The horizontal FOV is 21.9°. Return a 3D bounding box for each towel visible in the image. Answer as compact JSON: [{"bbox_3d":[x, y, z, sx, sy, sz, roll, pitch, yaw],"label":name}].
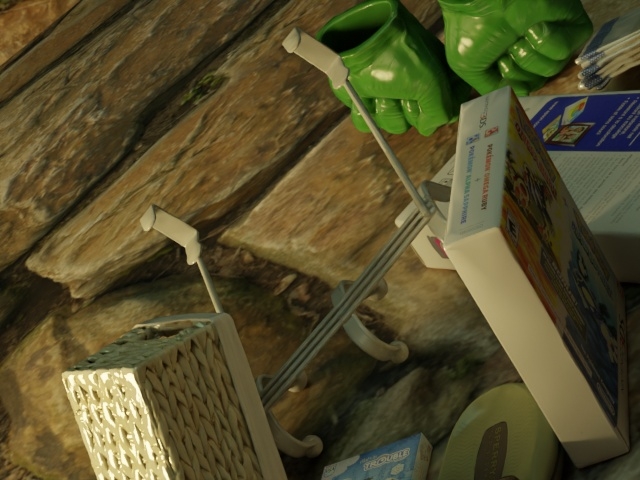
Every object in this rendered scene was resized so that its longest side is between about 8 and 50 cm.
[{"bbox_3d":[0.364,-0.218,1.456,0.285,0.034,0.209,-25,9,22],"label":"towel"}]

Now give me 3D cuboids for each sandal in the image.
[{"bbox_3d":[0.095,0.188,1.072,0.120,0.086,0.303,-26,26,22],"label":"sandal"}]

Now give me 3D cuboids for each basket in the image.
[{"bbox_3d":[-0.114,0.152,1.287,0.113,0.167,0.103,-8,14,46],"label":"basket"}]

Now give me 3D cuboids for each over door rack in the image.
[{"bbox_3d":[0.000,0.000,1.402,0.239,0.108,0.324,-50,42,15],"label":"over door rack"}]

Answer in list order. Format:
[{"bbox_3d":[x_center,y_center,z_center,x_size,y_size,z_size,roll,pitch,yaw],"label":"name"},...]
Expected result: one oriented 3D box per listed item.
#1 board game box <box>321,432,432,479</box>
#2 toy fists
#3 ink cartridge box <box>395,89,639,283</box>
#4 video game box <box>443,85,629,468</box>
[{"bbox_3d":[0.036,0.191,1.226,0.090,0.020,0.090,-24,26,27],"label":"board game box"},{"bbox_3d":[0.132,-0.184,1.626,0.279,0.142,0.096,-21,43,32],"label":"toy fists"},{"bbox_3d":[0.233,-0.049,1.338,0.176,0.069,0.371,-47,24,-23],"label":"ink cartridge box"},{"bbox_3d":[0.155,0.023,1.147,0.048,0.205,0.187,-23,28,20],"label":"video game box"}]
